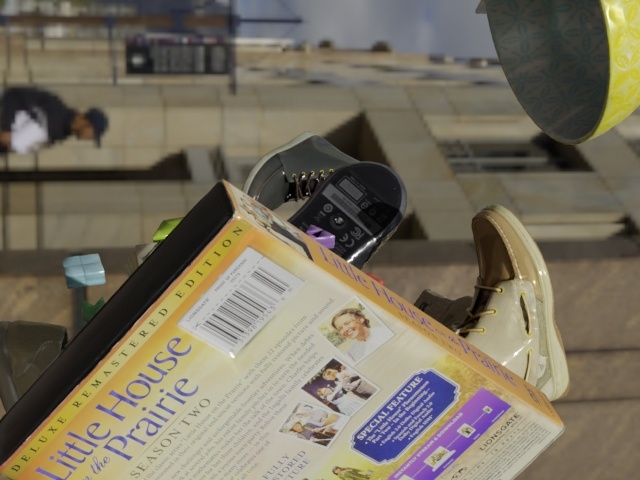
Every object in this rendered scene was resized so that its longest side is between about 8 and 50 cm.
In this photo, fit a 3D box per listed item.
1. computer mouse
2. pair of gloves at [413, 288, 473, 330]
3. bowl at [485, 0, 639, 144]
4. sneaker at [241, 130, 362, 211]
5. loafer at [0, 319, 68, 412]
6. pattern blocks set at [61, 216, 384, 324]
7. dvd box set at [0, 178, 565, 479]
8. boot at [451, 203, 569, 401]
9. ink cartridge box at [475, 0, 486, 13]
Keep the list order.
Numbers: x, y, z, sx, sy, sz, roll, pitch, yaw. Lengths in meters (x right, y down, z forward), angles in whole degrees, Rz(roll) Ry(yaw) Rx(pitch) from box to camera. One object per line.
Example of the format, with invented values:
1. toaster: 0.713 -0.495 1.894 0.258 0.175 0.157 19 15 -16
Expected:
1. computer mouse: 0.000 0.000 1.775 0.188 0.272 0.072 46 -16 19
2. pair of gloves: 0.159 0.185 1.813 0.204 0.042 0.240 8 -116 54
3. bowl: 0.323 -0.270 1.529 0.289 0.156 0.289 162 -90 -75
4. sneaker: -0.028 -0.094 2.083 0.222 0.118 0.083 -43 148 -40
5. loafer: -0.290 0.210 1.464 0.102 0.092 0.268 -93 168 -72
6. pattern blocks set: -0.123 0.038 1.506 0.285 0.325 0.026 42 -40 52
7. dvd box set: -0.026 0.166 1.158 0.307 0.420 0.062 -47 -146 15
8. boot: 0.183 0.104 1.615 0.095 0.203 0.262 6 -66 65
9. ink cartridge box: 0.288 -0.347 1.694 0.061 0.104 0.181 56 -45 33
